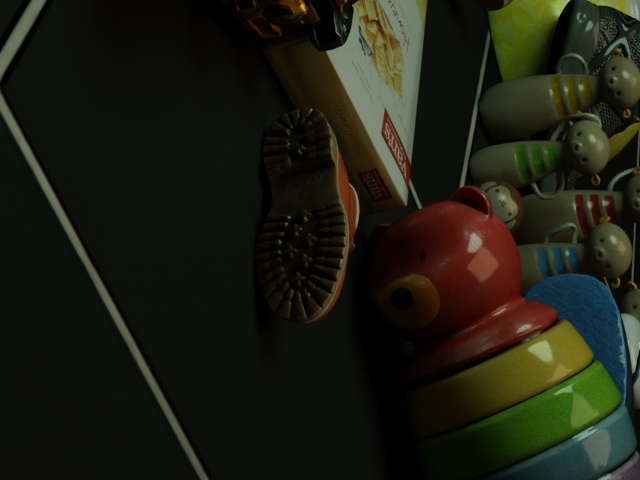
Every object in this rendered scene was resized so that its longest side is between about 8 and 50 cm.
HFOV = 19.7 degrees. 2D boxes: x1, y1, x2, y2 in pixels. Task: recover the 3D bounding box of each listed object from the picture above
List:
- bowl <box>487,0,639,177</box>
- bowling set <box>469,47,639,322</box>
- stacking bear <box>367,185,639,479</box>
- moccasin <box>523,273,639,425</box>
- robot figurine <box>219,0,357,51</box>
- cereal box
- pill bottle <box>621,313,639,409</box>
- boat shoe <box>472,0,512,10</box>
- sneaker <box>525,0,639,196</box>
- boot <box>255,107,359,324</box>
[{"bbox_3d":[0.288,-0.216,1.937,0.289,0.156,0.289,-12,90,-70],"label":"bowl"},{"bbox_3d":[0.224,-0.022,1.645,0.200,0.154,0.287,-19,96,-70],"label":"bowling set"},{"bbox_3d":[0.125,0.108,1.304,0.164,0.175,0.289,-24,90,-49],"label":"stacking bear"},{"bbox_3d":[0.189,0.201,1.500,0.117,0.138,0.342,44,52,-64],"label":"moccasin"},{"bbox_3d":[-0.042,-0.258,1.166,0.211,0.085,0.291,43,39,-57],"label":"robot figurine"},{"bbox_3d":[0.023,-0.160,1.337,0.240,0.047,0.173,-83,153,-42],"label":"cereal box"},{"bbox_3d":[0.238,0.111,1.608,0.086,0.152,0.086,-13,90,-70],"label":"pill bottle"},{"bbox_3d":[0.116,-0.275,1.655,0.190,0.068,0.072,55,41,-28],"label":"boat shoe"},{"bbox_3d":[0.274,-0.111,1.792,0.087,0.130,0.227,-172,-83,-85],"label":"sneaker"},{"bbox_3d":[0.000,0.000,1.170,0.084,0.059,0.158,63,23,-47],"label":"boot"}]
